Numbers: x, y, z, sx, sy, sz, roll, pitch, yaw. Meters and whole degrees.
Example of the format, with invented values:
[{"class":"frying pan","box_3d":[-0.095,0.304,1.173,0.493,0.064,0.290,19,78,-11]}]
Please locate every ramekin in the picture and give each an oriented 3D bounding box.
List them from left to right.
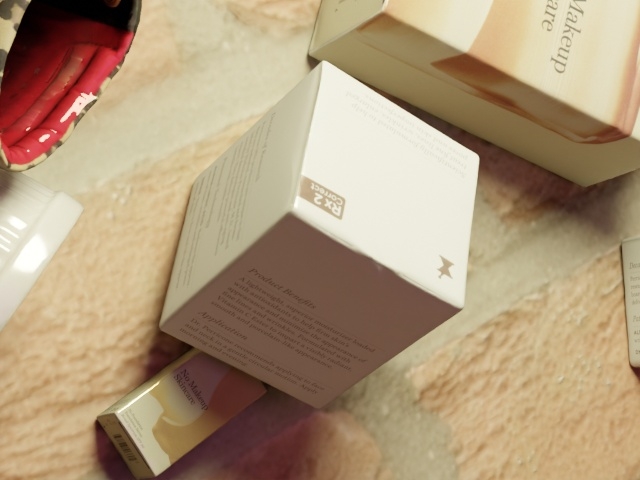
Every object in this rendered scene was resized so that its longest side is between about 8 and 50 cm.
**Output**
[{"class":"ramekin","box_3d":[-0.259,0.031,1.121,0.109,0.207,0.207,35,66,-8]}]

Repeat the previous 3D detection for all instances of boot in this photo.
[{"class":"boot","box_3d":[-0.240,-0.223,1.119,0.377,0.284,0.138,-64,152,-19]}]

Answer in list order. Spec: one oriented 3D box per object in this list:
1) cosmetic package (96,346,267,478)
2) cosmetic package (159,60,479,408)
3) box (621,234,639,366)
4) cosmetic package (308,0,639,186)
[{"class":"cosmetic package","box_3d":[-0.103,0.123,1.277,0.115,0.041,0.060,-37,99,-29]},{"class":"cosmetic package","box_3d":[0.000,0.000,1.252,0.151,0.184,0.151,30,46,-22]},{"class":"box","box_3d":[0.391,0.046,1.485,0.181,0.182,0.119,1,82,-29]},{"class":"cosmetic package","box_3d":[0.158,-0.176,1.426,0.296,0.129,0.153,22,70,-25]}]
